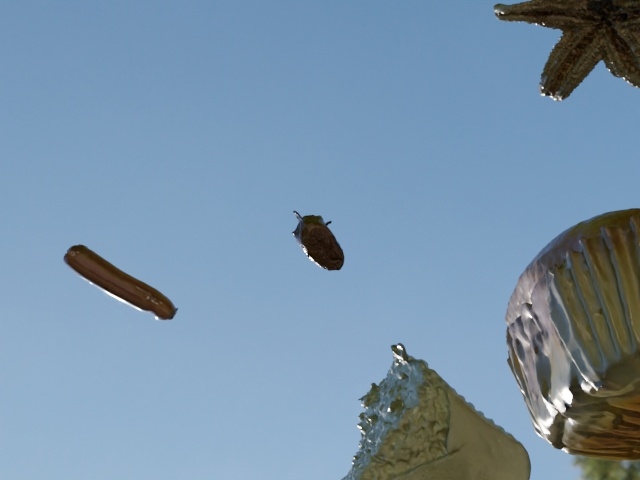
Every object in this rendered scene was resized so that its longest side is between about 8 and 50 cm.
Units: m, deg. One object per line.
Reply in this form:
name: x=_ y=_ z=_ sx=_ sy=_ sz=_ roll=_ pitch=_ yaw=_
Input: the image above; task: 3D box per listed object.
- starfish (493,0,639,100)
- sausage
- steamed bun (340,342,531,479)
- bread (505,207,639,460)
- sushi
starfish: x=0.418 y=-0.354 z=1.965 sx=0.312 sy=0.113 sz=0.303 roll=-4 pitch=-67 yaw=8
sausage: x=-0.279 y=0.060 z=1.814 sx=0.040 sy=0.176 sz=0.047 roll=-59 pitch=0 yaw=-29
steamed bun: x=0.129 y=0.331 z=1.862 sx=0.272 sy=0.273 sz=0.290 roll=-52 pitch=-2 yaw=-2
bread: x=0.299 y=0.092 z=1.241 sx=0.236 sy=0.183 sz=0.388 roll=8 pitch=-22 yaw=-8
sushi: x=-0.003 y=0.002 z=1.927 sx=0.061 sy=0.060 sz=0.118 roll=-27 pitch=-65 yaw=-8
